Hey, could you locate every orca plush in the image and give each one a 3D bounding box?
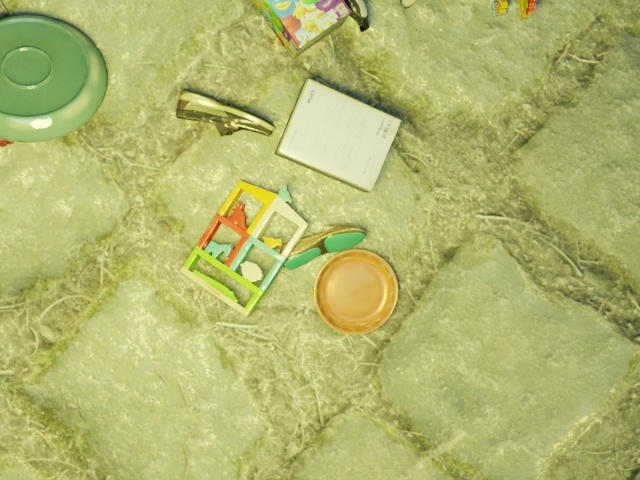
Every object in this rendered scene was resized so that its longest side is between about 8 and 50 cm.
[{"bbox_3d":[0.035,-0.606,1.709,0.151,0.102,0.287,-43,114,-48],"label":"orca plush"}]

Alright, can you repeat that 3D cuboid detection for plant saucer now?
[{"bbox_3d":[-0.608,-0.352,1.575,0.318,0.043,0.317,5,66,-11],"label":"plant saucer"},{"bbox_3d":[0.081,0.119,1.762,0.200,0.037,0.199,0,93,-8],"label":"plant saucer"}]

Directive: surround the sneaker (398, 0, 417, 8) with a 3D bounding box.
[{"bbox_3d":[0.225,-0.594,1.729,0.052,0.058,0.135,32,90,-8],"label":"sneaker"}]

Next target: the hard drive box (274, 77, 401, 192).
[{"bbox_3d":[0.037,-0.234,1.710,0.232,0.089,0.181,23,90,-9],"label":"hard drive box"}]

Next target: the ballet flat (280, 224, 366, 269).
[{"bbox_3d":[0.000,0.000,1.729,0.206,0.073,0.067,-19,52,-6],"label":"ballet flat"}]

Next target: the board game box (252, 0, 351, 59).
[{"bbox_3d":[-0.077,-0.560,1.649,0.144,0.142,0.275,-37,97,-4],"label":"board game box"}]

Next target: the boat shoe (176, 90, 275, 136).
[{"bbox_3d":[-0.214,-0.267,1.685,0.224,0.080,0.073,20,96,-3],"label":"boat shoe"}]

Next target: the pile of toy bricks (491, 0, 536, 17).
[{"bbox_3d":[0.431,-0.618,1.730,0.118,0.105,0.212,-10,94,-7],"label":"pile of toy bricks"}]

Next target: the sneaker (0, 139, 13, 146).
[{"bbox_3d":[-0.721,-0.247,1.596,0.299,0.121,0.112,-23,94,-5],"label":"sneaker"}]

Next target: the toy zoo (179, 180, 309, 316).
[{"bbox_3d":[-0.158,-0.001,1.696,0.192,0.030,0.293,32,88,12],"label":"toy zoo"}]
